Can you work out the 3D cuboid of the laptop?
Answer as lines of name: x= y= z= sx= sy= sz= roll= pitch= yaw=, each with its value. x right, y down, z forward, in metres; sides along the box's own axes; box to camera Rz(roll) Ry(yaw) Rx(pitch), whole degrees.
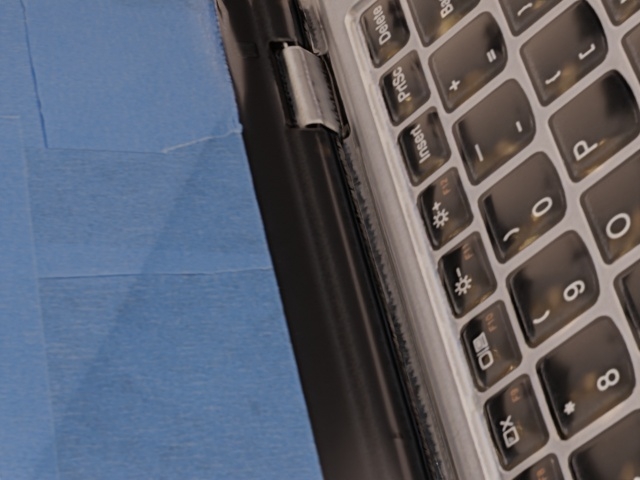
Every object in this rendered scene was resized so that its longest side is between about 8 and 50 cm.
laptop: x=0.000 y=0.000 z=0.264 sx=0.408 sy=0.382 sz=0.236 roll=-38 pitch=-46 yaw=24
